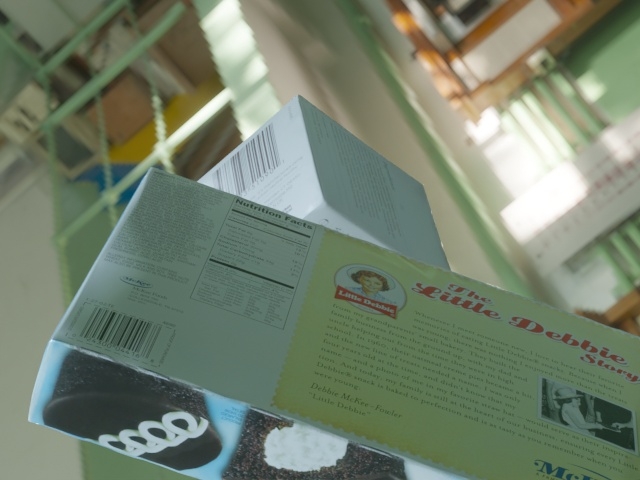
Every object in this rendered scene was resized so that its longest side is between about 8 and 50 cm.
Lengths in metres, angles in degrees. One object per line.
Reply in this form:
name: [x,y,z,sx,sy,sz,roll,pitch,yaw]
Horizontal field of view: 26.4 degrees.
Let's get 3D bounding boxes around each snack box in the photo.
snack box: [0.030,0.075,0.730,0.322,0.060,0.187,19,-149,-1]

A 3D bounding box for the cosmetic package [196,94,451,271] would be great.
cosmetic package: [0.000,0.000,1.243,0.183,0.151,0.151,32,-151,-35]
